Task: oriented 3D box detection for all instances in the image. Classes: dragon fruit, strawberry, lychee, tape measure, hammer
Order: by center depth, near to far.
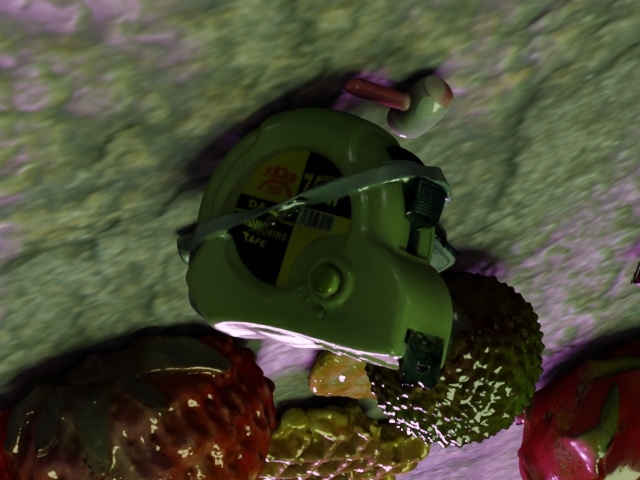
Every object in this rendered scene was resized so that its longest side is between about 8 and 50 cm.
[{"bbox_3d":[0.000,0.000,1.136,0.200,0.175,0.106,7,171,35],"label":"tape measure"},{"bbox_3d":[0.049,-0.097,1.151,0.083,0.031,0.052,13,138,-38],"label":"hammer"},{"bbox_3d":[0.122,0.102,1.460,0.171,0.171,0.171,-15,155,-7],"label":"lychee"},{"bbox_3d":[-0.152,0.211,1.498,0.265,0.149,0.336,-20,156,-2],"label":"strawberry"},{"bbox_3d":[0.333,0.199,1.789,0.269,0.198,0.200,-28,146,-14],"label":"dragon fruit"}]

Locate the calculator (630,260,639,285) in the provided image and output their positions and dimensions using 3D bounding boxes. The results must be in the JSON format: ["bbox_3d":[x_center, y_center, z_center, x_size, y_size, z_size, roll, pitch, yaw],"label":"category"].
[{"bbox_3d":[0.372,-0.021,1.523,0.127,0.034,0.190,-4,145,-28],"label":"calculator"}]

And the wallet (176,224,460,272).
[{"bbox_3d":[0.003,0.008,1.327,0.167,0.036,0.222,-25,153,14],"label":"wallet"}]

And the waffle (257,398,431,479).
[{"bbox_3d":[-0.006,0.227,1.740,0.249,0.056,0.253,-17,154,-5],"label":"waffle"}]

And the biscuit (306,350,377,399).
[{"bbox_3d":[0.091,0.120,1.617,0.247,0.029,0.118,8,144,-44],"label":"biscuit"}]
